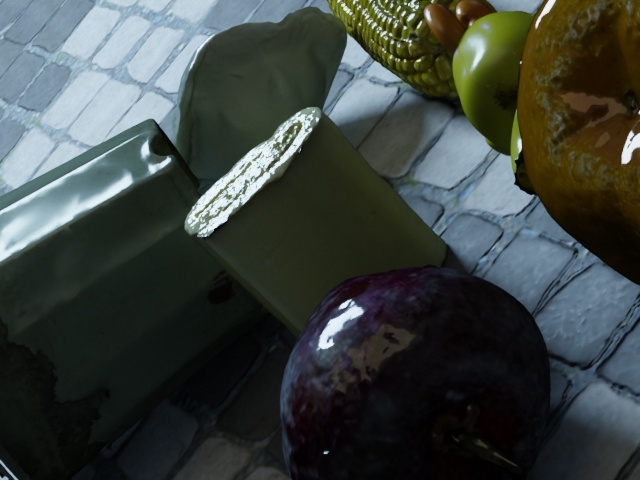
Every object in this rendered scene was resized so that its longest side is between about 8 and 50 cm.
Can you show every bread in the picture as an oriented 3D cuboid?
[{"bbox_3d":[0.000,0.000,1.414,0.139,0.178,0.060,-44,36,4],"label":"bread"}]

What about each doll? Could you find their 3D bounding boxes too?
[{"bbox_3d":[0.160,-0.123,1.417,0.221,0.143,0.135,-108,32,-54],"label":"doll"}]

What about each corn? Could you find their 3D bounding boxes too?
[{"bbox_3d":[0.069,-0.201,1.636,0.101,0.101,0.310,-45,33,1],"label":"corn"}]

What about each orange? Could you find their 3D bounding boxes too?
[{"bbox_3d":[0.245,-0.074,1.204,0.249,0.183,0.249,0,90,53],"label":"orange"}]

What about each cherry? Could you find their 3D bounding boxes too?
[{"bbox_3d":[0.059,0.109,1.230,0.195,0.195,0.195,-30,35,24],"label":"cherry"}]

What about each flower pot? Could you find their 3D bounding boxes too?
[{"bbox_3d":[-0.190,0.046,1.529,0.259,0.290,0.290,-33,32,0],"label":"flower pot"}]

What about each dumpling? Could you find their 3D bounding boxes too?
[{"bbox_3d":[-0.073,-0.111,1.642,0.124,0.151,0.229,47,121,30],"label":"dumpling"}]
